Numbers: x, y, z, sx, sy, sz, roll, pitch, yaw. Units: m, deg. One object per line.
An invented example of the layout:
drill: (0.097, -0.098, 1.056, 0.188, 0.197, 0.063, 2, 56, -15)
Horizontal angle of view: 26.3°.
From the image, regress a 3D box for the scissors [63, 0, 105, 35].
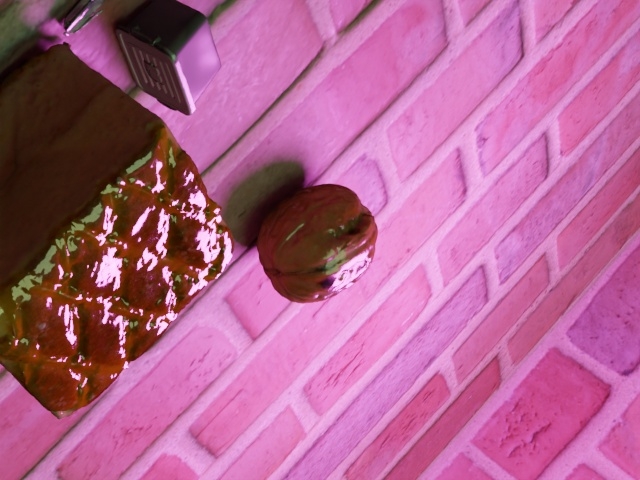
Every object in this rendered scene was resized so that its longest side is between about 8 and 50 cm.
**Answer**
scissors: (-0.136, -0.338, 1.389, 0.360, 0.029, 0.191, -49, 155, -7)

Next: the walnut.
walnut: (0.000, 0.000, 1.905, 0.184, 0.155, 0.155, -30, 146, -29)

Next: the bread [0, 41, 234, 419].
bread: (-0.264, -0.003, 1.398, 0.279, 0.207, 0.279, -45, 154, -15)

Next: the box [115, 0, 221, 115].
box: (-0.158, -0.202, 1.469, 0.069, 0.084, 0.122, -51, 156, -20)
